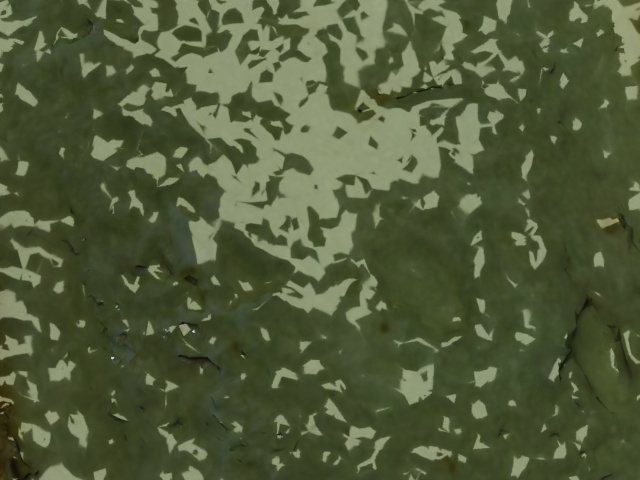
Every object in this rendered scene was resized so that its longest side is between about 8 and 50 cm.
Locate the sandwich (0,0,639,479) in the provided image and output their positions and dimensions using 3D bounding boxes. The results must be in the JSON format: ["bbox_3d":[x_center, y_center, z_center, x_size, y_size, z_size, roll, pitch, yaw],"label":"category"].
[{"bbox_3d":[0.000,0.000,0.463,0.226,0.087,0.251,-13,87,-1],"label":"sandwich"}]
